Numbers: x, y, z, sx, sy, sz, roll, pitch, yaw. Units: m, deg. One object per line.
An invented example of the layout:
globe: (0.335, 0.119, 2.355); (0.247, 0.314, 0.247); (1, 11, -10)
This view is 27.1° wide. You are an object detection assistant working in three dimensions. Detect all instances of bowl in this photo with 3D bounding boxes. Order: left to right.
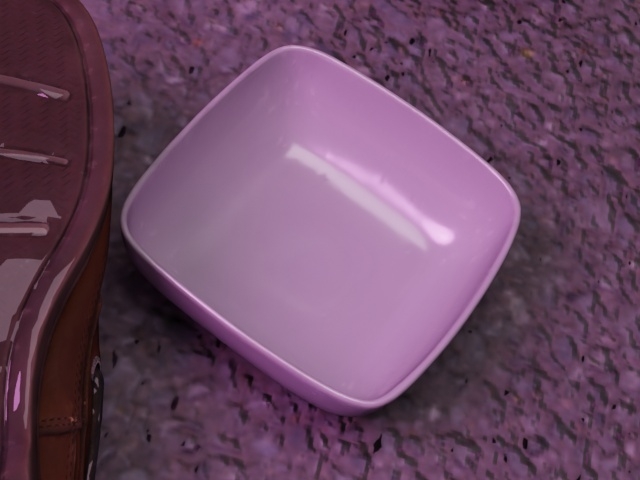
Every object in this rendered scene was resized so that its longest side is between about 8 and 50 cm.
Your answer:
bowl: (0.000, 0.000, 0.569); (0.142, 0.053, 0.142); (35, 59, 8)

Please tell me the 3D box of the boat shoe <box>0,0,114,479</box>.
boat shoe: (-0.134, 0.047, 0.483); (0.111, 0.104, 0.307); (4, 61, -1)
